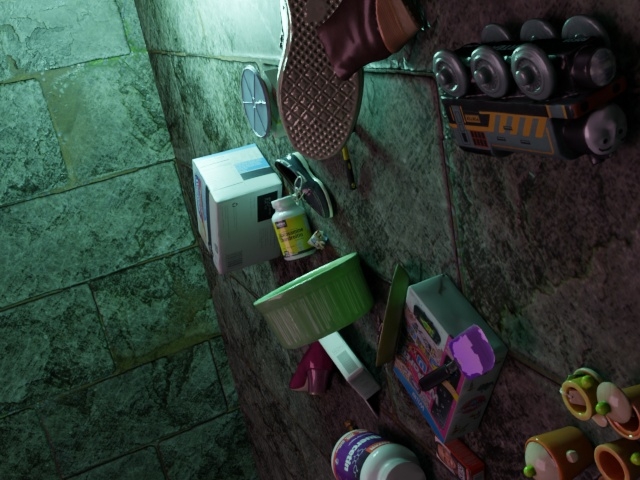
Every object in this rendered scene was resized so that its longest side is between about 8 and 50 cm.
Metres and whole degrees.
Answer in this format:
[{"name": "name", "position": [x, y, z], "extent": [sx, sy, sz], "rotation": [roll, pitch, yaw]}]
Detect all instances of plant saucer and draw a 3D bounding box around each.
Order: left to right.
[{"name": "plant saucer", "position": [0.169, 0.172, 1.666], "extent": [0.241, 0.037, 0.240], "rotation": [11, -90, -81]}]

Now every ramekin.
[{"name": "ramekin", "position": [-0.007, 0.162, 1.915], "extent": [0.148, 0.303, 0.303], "rotation": [64, 160, -1]}]

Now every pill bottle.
[{"name": "pill bottle", "position": [-0.085, -0.040, 2.194], "extent": [0.103, 0.103, 0.184], "rotation": [-5, 104, 69]}, {"name": "pill bottle", "position": [0.165, 0.644, 2.049], "extent": [0.323, 0.182, 0.181], "rotation": [-10, 98, 69]}]

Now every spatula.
[{"name": "spatula", "position": [0.253, 0.248, 1.425], "extent": [0.084, 0.030, 0.296], "rotation": [63, 156, 17]}]

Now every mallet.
[{"name": "mallet", "position": [0.070, -0.207, 1.762], "extent": [0.039, 0.062, 0.189], "rotation": [47, 164, 50]}]

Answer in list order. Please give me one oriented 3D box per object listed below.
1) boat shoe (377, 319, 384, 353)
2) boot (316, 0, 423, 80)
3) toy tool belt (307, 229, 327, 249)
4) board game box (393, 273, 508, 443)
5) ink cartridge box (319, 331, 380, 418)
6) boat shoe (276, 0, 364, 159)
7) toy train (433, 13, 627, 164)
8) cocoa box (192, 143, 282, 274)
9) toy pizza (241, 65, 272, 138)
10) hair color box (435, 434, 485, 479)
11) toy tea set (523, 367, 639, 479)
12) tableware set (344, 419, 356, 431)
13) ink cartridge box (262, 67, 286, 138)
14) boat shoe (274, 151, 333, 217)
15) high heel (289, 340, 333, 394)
[{"name": "boat shoe", "position": [0.166, 0.256, 1.898], "extent": [0.038, 0.046, 0.125], "rotation": [53, 150, 40]}, {"name": "boot", "position": [0.061, -0.449, 1.376], "extent": [0.207, 0.090, 0.248], "rotation": [-23, 93, 39]}, {"name": "toy tool belt", "position": [0.000, 0.000, 2.107], "extent": [0.051, 0.052, 0.083], "rotation": [38, 161, -2]}, {"name": "board game box", "position": [0.266, 0.257, 1.573], "extent": [0.224, 0.098, 0.303], "rotation": [55, 155, 39]}, {"name": "ink cartridge box", "position": [0.079, 0.357, 2.186], "extent": [0.296, 0.066, 0.261], "rotation": [50, 177, 44]}, {"name": "boat shoe", "position": [-0.002, -0.419, 1.540], "extent": [0.156, 0.187, 0.499], "rotation": [-73, -20, -68]}, {"name": "toy train", "position": [0.294, -0.209, 1.053], "extent": [0.334, 0.142, 0.190], "rotation": [24, 142, 61]}, {"name": "cocoa box", "position": [-0.274, -0.104, 2.436], "extent": [0.228, 0.232, 0.347], "rotation": [56, 155, 36]}, {"name": "toy pizza", "position": [-0.169, -0.382, 2.018], "extent": [0.201, 0.032, 0.201], "rotation": [50, 149, 47]}, {"name": "hair color box", "position": [0.327, 0.515, 1.719], "extent": [0.141, 0.043, 0.072], "rotation": [39, 144, 56]}, {"name": "toy tea set", "position": [0.426, 0.334, 1.187], "extent": [0.200, 0.124, 0.336], "rotation": [48, 150, 47]}, {"name": "tableware set", "position": [0.120, 0.665, 2.414], "extent": [0.154, 0.024, 0.104], "rotation": [67, 163, 8]}, {"name": "ink cartridge box", "position": [-0.116, -0.367, 2.035], "extent": [0.115, 0.067, 0.198], "rotation": [61, 158, 27]}, {"name": "boat shoe", "position": [-0.047, -0.150, 2.034], "extent": [0.254, 0.079, 0.095], "rotation": [58, 156, 31]}, {"name": "high heel", "position": [-0.025, 0.429, 2.506], "extent": [0.377, 0.127, 0.181], "rotation": [152, 123, -73]}]
